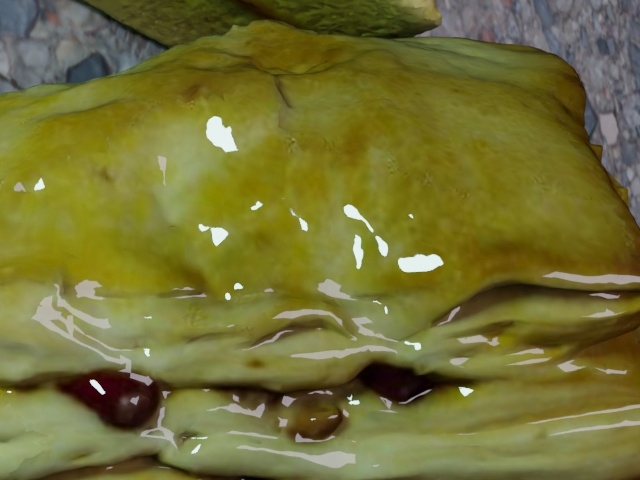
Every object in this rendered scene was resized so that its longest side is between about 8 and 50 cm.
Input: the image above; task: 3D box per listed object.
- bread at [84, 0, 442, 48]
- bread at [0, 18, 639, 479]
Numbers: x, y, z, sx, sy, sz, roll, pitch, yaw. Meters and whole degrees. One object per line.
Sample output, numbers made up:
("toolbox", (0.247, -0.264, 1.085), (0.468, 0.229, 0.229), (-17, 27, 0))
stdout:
("bread", (-0.067, -0.207, 0.734), (0.264, 0.167, 0.163), (25, 64, -46))
("bread", (0.000, 0.000, 0.669), (0.370, 0.192, 0.314), (13, 26, -11))
